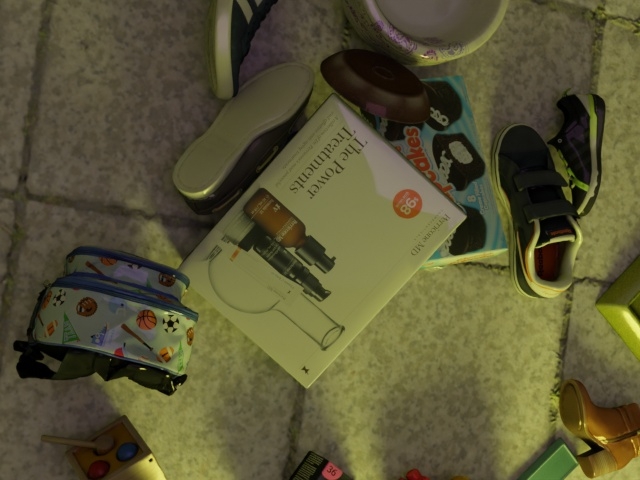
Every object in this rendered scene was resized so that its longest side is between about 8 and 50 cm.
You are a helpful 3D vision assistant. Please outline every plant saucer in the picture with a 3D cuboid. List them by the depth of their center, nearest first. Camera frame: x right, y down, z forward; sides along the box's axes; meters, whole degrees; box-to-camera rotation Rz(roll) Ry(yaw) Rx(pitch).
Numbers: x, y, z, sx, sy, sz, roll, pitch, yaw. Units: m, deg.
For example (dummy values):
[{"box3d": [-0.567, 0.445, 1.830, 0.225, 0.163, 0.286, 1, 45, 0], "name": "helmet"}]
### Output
[{"box3d": [0.096, -0.260, 1.736, 0.198, 0.199, 0.036, 14, 122, -19], "name": "plant saucer"}, {"box3d": [0.397, 0.450, 1.960, 0.192, 0.018, 0.067, -40, 103, -16], "name": "plant saucer"}, {"box3d": [0.646, 0.126, 2.032, 0.188, 0.045, 0.188, -44, 104, -14], "name": "plant saucer"}]

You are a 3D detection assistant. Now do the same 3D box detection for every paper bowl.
[{"box3d": [0.168, -0.437, 1.811, 0.284, 0.148, 0.284, 0, 90, -20], "name": "paper bowl"}]

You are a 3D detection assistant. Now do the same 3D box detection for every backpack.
[{"box3d": [-0.299, 0.124, 1.585, 0.276, 0.263, 0.213, 11, 86, -18], "name": "backpack"}]

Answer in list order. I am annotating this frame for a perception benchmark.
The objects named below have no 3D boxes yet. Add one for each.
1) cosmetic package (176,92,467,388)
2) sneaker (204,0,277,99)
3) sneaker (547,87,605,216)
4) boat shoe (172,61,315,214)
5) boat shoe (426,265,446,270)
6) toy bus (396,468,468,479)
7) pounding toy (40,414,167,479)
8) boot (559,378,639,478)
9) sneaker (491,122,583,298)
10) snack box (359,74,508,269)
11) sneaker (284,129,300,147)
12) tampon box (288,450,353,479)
[{"box3d": [0.000, 0.000, 1.691, 0.284, 0.097, 0.377, 41, 99, -6], "name": "cosmetic package"}, {"box3d": [-0.103, -0.397, 1.724, 0.148, 0.131, 0.350, 5, 88, -15], "name": "sneaker"}, {"box3d": [0.463, -0.161, 1.964, 0.097, 0.084, 0.235, 5, 86, 1], "name": "sneaker"}, {"box3d": [-0.117, -0.168, 1.741, 0.109, 0.091, 0.305, 33, 70, 27], "name": "boat shoe"}, {"box3d": [0.150, -0.013, 1.848, 0.066, 0.063, 0.184, -44, 103, -14], "name": "boat shoe"}, {"box3d": [0.230, 0.481, 1.848, 0.220, 0.149, 0.212, -27, 83, -19], "name": "toy bus"}, {"box3d": [-0.336, 0.338, 1.650, 0.130, 0.141, 0.100, -32, 128, -17], "name": "pounding toy"}, {"box3d": [0.532, 0.329, 1.985, 0.152, 0.073, 0.197, -20, 100, -23], "name": "boot"}, {"box3d": [0.394, -0.056, 1.904, 0.126, 0.127, 0.321, -11, 92, -18], "name": "sneaker"}, {"box3d": [0.190, -0.117, 1.823, 0.187, 0.060, 0.322, -9, 77, -19], "name": "snack box"}, {"box3d": [-0.042, -0.078, 1.766, 0.081, 0.090, 0.232, 14, 85, -19], "name": "sneaker"}, {"box3d": [-0.006, 0.455, 1.773, 0.120, 0.101, 0.161, 40, 77, -16], "name": "tampon box"}]
